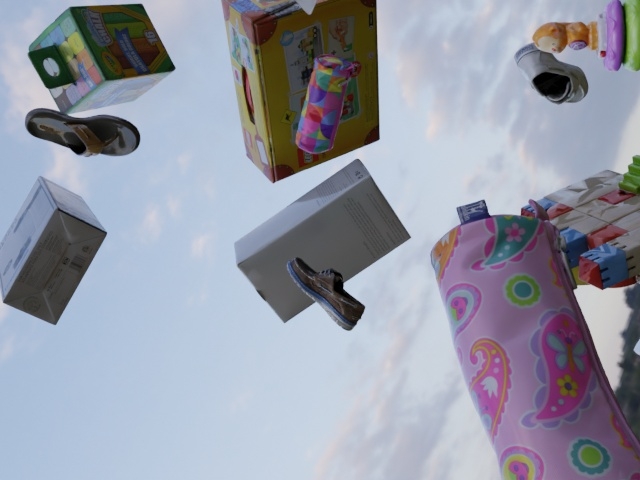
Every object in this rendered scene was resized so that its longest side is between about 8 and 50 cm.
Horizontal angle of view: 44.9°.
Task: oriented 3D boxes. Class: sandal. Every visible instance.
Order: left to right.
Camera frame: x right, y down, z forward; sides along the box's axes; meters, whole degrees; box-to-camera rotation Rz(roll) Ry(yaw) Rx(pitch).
[{"bbox_3d":[-0.449,-0.196,1.452,0.060,0.219,0.090,-84,8,-47],"label":"sandal"}]

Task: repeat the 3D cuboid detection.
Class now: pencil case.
[{"bbox_3d":[0.010,-0.323,1.838,0.104,0.104,0.236,-33,-34,-51],"label":"pencil case"},{"bbox_3d":[0.179,0.108,0.634,0.124,0.124,0.284,57,-163,-59],"label":"pencil case"}]

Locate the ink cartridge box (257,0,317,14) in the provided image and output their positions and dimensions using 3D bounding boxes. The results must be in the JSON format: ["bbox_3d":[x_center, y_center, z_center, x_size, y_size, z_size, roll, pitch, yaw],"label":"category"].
[{"bbox_3d":[-0.134,-0.711,1.829,0.119,0.353,0.207,-24,-25,-42],"label":"ink cartridge box"}]

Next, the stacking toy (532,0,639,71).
[{"bbox_3d":[0.472,-0.313,1.155,0.175,0.301,0.166,46,-136,-69],"label":"stacking toy"}]

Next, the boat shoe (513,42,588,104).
[{"bbox_3d":[0.488,-0.324,1.614,0.258,0.095,0.084,12,-126,-43],"label":"boat shoe"}]

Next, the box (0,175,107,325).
[{"bbox_3d":[-0.451,0.007,1.272,0.087,0.290,0.169,30,-89,-28],"label":"box"}]

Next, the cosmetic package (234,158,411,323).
[{"bbox_3d":[0.000,0.000,1.811,0.365,0.155,0.197,-32,-67,5],"label":"cosmetic package"}]

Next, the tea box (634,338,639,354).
[{"bbox_3d":[0.625,0.093,0.911,0.323,0.329,0.220,-58,-8,0],"label":"tea box"}]

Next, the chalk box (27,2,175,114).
[{"bbox_3d":[-0.507,-0.403,1.725,0.289,0.179,0.180,-31,-86,-55],"label":"chalk box"}]

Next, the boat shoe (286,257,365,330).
[{"bbox_3d":[0.015,0.089,1.497,0.066,0.183,0.066,-50,-13,16],"label":"boat shoe"}]

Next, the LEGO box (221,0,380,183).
[{"bbox_3d":[-0.040,-0.462,2.164,0.372,0.193,0.500,-24,-46,-20],"label":"LEGO box"}]

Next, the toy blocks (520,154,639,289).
[{"bbox_3d":[0.484,-0.005,1.331,0.261,0.381,0.191,-23,-68,-11],"label":"toy blocks"}]
